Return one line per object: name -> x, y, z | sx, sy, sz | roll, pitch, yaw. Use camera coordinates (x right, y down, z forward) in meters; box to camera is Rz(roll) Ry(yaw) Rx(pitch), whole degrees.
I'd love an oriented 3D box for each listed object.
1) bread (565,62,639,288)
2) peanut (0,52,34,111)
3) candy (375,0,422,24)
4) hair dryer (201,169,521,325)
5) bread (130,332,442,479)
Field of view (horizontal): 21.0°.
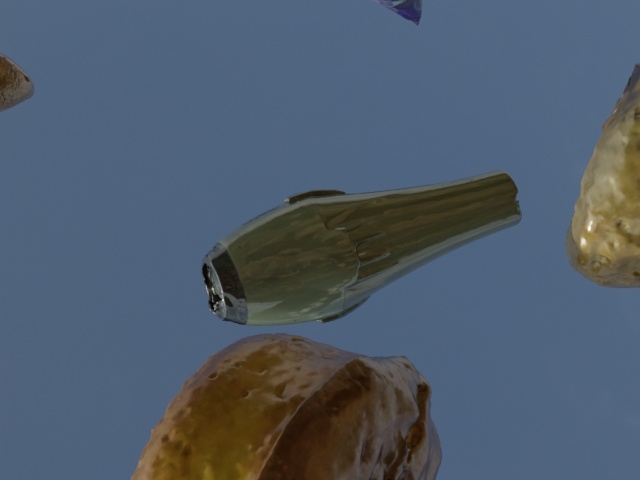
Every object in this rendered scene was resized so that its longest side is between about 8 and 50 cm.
bread -> 0.298, -0.065, 1.393 | 0.134, 0.244, 0.244 | 27, -125, 15
peanut -> -0.308, -0.137, 1.466 | 0.152, 0.076, 0.076 | 13, -125, -48
candy -> 0.067, -0.316, 1.921 | 0.070, 0.275, 0.145 | -27, -93, 7
hair dryer -> 0.030, -0.005, 1.206 | 0.219, 0.225, 0.088 | -13, -83, 3
bread -> -0.014, 0.173, 1.502 | 0.340, 0.194, 0.179 | 3, -81, -61
